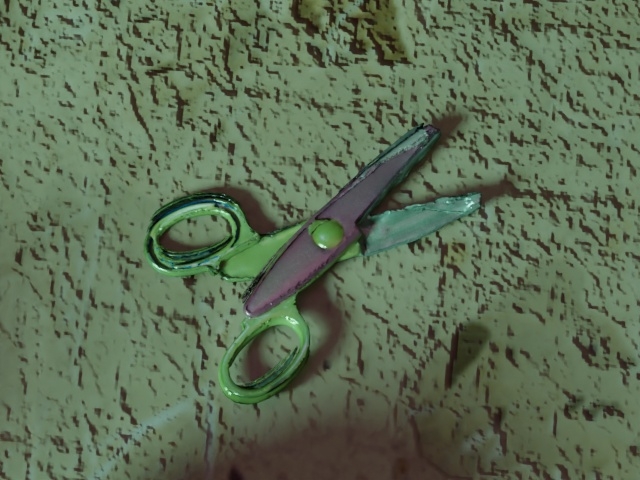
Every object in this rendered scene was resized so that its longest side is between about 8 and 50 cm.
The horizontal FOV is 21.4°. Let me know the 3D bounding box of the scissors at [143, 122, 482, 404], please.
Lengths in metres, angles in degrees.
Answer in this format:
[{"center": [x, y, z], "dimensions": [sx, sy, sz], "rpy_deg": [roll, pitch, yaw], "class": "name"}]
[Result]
[{"center": [0.000, 0.000, 0.977], "dimensions": [0.187, 0.020, 0.133], "rpy_deg": [-30, 72, -2], "class": "scissors"}]
